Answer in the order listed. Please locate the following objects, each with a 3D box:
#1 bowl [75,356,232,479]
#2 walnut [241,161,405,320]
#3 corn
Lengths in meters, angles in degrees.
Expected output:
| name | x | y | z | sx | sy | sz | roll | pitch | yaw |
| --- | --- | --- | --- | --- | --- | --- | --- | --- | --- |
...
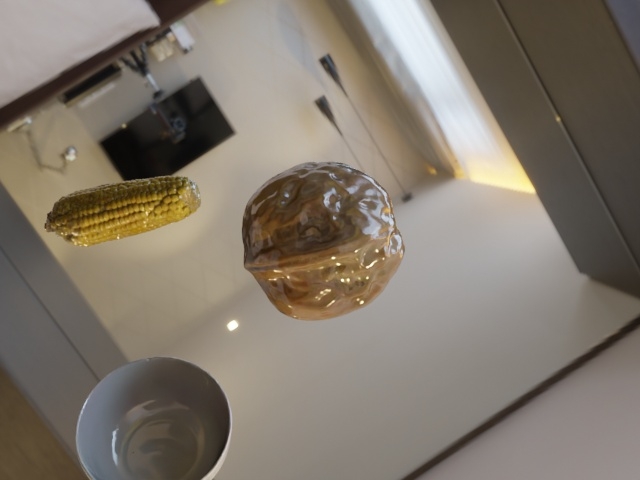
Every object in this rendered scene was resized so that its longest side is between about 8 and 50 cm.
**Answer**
| name | x | y | z | sx | sy | sz | roll | pitch | yaw |
| --- | --- | --- | --- | --- | --- | --- | --- | --- | --- |
| bowl | -0.310 | 0.379 | 1.513 | 0.287 | 0.287 | 0.144 | -39 | 155 | -27 |
| walnut | 0.001 | 0.002 | 1.314 | 0.273 | 0.273 | 0.227 | -32 | -142 | 0 |
| corn | -0.323 | -0.050 | 1.286 | 0.262 | 0.097 | 0.097 | -12 | -164 | 7 |
